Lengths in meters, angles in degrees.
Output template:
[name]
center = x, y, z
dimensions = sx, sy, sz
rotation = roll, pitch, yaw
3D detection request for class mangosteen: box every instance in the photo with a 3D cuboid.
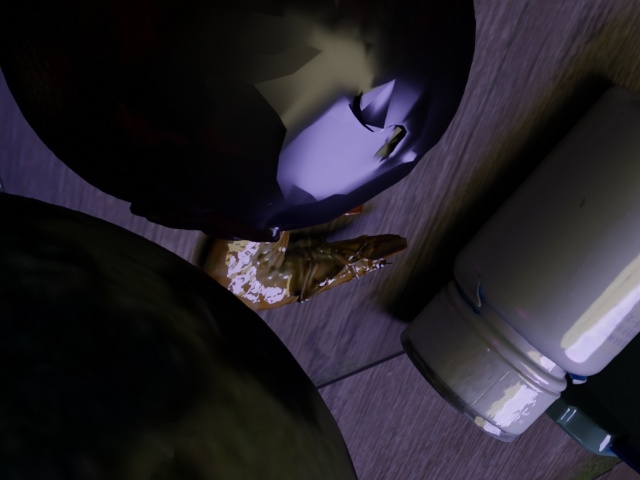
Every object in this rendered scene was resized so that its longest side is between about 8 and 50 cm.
[mangosteen]
center = -0.027, -0.115, 0.514
dimensions = 0.194, 0.194, 0.231
rotation = 19, 86, -57

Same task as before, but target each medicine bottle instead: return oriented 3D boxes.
[medicine bottle]
center = 0.188, 0.021, 0.965
dimensions = 0.258, 0.143, 0.143
rotation = -49, 150, 10

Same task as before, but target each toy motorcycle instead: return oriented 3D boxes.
[toy motorcycle]
center = 0.331, 0.150, 1.123
dimensions = 0.200, 0.326, 0.191
rotation = 4, 127, -49

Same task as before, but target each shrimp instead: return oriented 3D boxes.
[shrimp]
center = -0.005, -0.004, 0.820
dimensions = 0.162, 0.045, 0.095
rotation = -12, 118, -34

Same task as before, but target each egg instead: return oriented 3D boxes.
[egg]
center = -0.174, 0.154, 0.467
dimensions = 0.427, 0.345, 0.345
rotation = -9, 137, -39

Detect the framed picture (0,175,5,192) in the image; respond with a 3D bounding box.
[framed picture]
center = -0.271, 0.001, 0.518
dimensions = 0.289, 0.016, 0.213
rotation = -29, 148, -21
